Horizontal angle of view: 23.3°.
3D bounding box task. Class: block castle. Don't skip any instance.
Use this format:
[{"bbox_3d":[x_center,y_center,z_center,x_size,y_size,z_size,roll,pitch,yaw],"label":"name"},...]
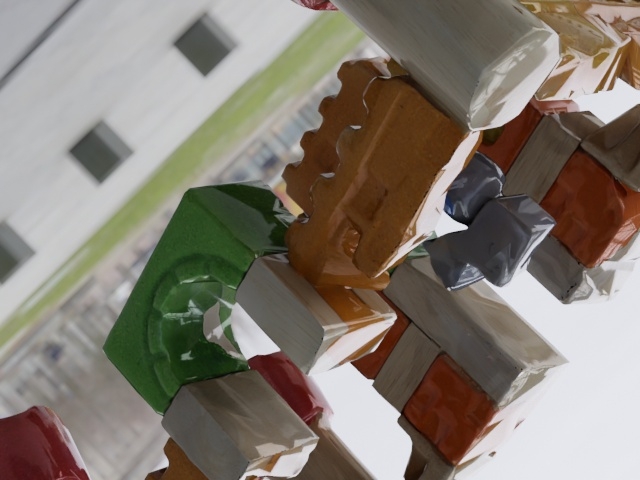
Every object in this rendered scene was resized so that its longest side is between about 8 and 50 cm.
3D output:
[{"bbox_3d":[0.000,0.000,0.843,0.303,0.213,0.453,-9,136,-50],"label":"block castle"}]
